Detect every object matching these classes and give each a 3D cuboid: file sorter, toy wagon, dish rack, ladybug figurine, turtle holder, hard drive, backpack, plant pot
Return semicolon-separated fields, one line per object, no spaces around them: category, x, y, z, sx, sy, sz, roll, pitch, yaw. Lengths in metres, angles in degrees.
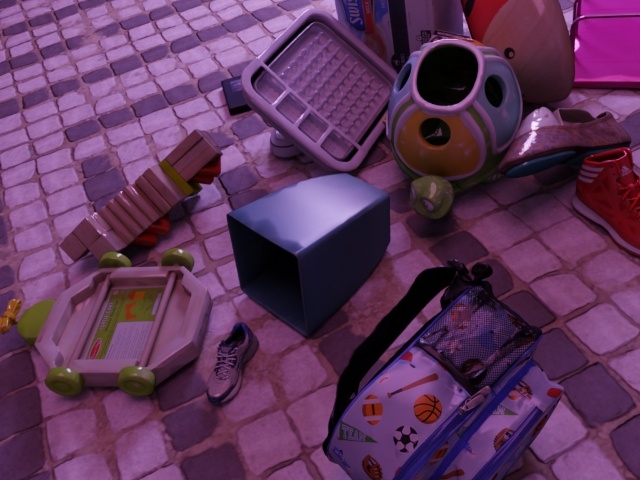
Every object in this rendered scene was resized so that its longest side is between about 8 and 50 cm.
file sorter;0.622;-0.479;1.410;0.202;0.182;0.290;6;57;21
toy wagon;-0.355;0.132;1.129;0.345;0.068;0.267;-3;44;11
dish rack;0.006;-0.301;1.410;0.286;0.072;0.332;39;54;-6
ladybug figurine;0.384;-0.439;1.393;0.162;0.305;0.449;-17;38;16
turtle holder;0.210;-0.206;1.205;0.243;0.227;0.320;39;85;22
hard drive;-0.179;-0.348;1.621;0.094;0.022;0.135;-16;43;-4
backpack;0.136;0.204;0.818;0.263;0.276;0.213;-33;60;-16
plant pot;0.000;0.000;1.122;0.234;0.165;0.166;-33;46;-31

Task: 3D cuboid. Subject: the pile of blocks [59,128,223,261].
pile of blocks;-0.314;-0.065;1.318;0.362;0.149;0.112;-42;93;-16

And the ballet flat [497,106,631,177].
ballet flat;0.404;-0.174;1.179;0.316;0.108;0.106;-10;76;-36

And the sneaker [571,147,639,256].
sneaker;0.491;-0.063;1.084;0.087;0.128;0.221;-34;45;-20

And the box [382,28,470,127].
box;0.221;-0.314;1.401;0.087;0.058;0.232;25;80;33

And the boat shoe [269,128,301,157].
boat shoe;-0.042;-0.285;1.474;0.096;0.088;0.267;9;47;22

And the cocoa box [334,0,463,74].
cocoa box;0.173;-0.555;1.516;0.228;0.347;0.231;10;49;23

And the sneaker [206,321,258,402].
sneaker;-0.140;0.179;1.034;0.052;0.058;0.135;5;47;18
